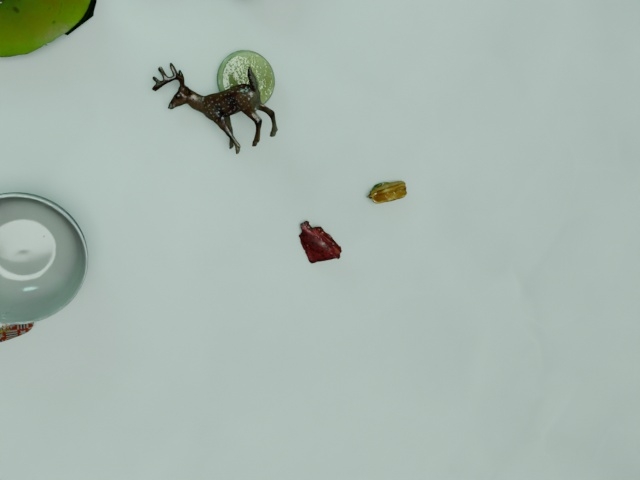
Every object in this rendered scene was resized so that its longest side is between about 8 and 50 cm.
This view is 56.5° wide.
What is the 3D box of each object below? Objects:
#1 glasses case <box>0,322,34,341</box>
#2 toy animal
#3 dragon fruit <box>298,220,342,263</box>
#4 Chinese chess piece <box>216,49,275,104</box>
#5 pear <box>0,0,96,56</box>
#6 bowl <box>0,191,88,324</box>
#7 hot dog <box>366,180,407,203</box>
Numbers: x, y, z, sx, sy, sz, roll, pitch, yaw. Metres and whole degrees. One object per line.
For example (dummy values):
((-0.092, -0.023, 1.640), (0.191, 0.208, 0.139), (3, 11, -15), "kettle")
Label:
((-0.770, 0.207, 1.382), (0.194, 0.049, 0.073), (-14, 106, -17), "glasses case")
((-0.244, -0.331, 1.415), (0.243, 0.087, 0.260), (-18, 120, 17), "toy animal")
((0.002, 0.001, 1.618), (0.097, 0.063, 0.131), (-29, 110, -13), "dragon fruit")
((-0.184, -0.394, 1.469), (0.144, 0.058, 0.144), (-4, 102, -21), "Chinese chess piece")
((-0.655, -0.573, 1.194), (0.398, 0.165, 0.399), (-4, 103, -20), "pear")
((-0.670, 0.030, 1.331), (0.286, 0.143, 0.287), (-4, 102, -20), "bowl")
((0.188, -0.137, 1.675), (0.133, 0.041, 0.057), (-15, 107, -25), "hot dog")
